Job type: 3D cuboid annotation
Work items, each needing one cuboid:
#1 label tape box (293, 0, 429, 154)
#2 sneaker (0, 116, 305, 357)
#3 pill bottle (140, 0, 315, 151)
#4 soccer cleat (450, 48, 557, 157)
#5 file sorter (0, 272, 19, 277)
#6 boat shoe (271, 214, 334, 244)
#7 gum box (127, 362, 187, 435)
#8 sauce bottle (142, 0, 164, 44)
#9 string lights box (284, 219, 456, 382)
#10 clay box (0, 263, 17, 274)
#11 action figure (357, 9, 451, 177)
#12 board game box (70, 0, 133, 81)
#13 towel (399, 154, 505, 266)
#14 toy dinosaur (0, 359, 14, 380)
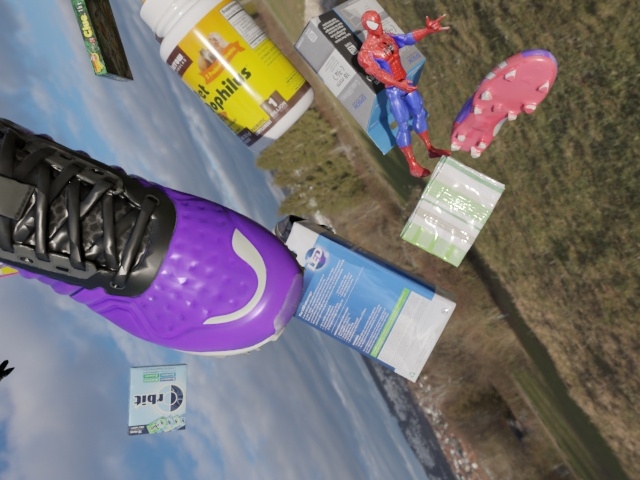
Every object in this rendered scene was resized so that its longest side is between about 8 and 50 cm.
[{"bbox_3d":[0.134,-0.411,1.221,0.334,0.240,0.106,49,145,-3],"label":"label tape box"},{"bbox_3d":[-0.157,-0.009,0.313,0.293,0.102,0.146,19,170,17],"label":"sneaker"},{"bbox_3d":[-0.116,-0.224,0.636,0.215,0.117,0.117,45,-176,-17],"label":"pill bottle"},{"bbox_3d":[0.255,-0.209,0.730,0.248,0.083,0.095,111,177,-73],"label":"soccer cleat"},{"bbox_3d":[-0.923,-0.036,1.386,0.182,0.202,0.291,2,-104,-82],"label":"file sorter"},{"bbox_3d":[0.000,0.000,1.078,0.206,0.065,0.075,19,-138,-25],"label":"boat shoe"},{"bbox_3d":[-0.465,0.450,1.441,0.041,0.156,0.185,-14,75,63],"label":"gum box"},{"bbox_3d":[-0.241,-0.331,0.783,0.042,0.042,0.128,69,179,-78],"label":"sauce bottle"},{"bbox_3d":[0.056,0.084,0.761,0.259,0.133,0.076,27,-168,10],"label":"string lights box"},{"bbox_3d":[-0.555,0.017,0.796,0.127,0.222,0.053,19,107,33],"label":"clay box"},{"bbox_3d":[0.153,-0.236,0.800,0.139,0.091,0.280,13,141,56],"label":"action figure"},{"bbox_3d":[-0.428,-0.437,0.953,0.136,0.030,0.260,-77,-27,-78],"label":"board game box"},{"bbox_3d":[0.211,-0.046,0.810,0.113,0.152,0.023,28,-170,4],"label":"towel"},{"bbox_3d":[-0.929,0.403,1.306,0.164,0.218,0.322,24,-161,-50],"label":"toy dinosaur"}]
